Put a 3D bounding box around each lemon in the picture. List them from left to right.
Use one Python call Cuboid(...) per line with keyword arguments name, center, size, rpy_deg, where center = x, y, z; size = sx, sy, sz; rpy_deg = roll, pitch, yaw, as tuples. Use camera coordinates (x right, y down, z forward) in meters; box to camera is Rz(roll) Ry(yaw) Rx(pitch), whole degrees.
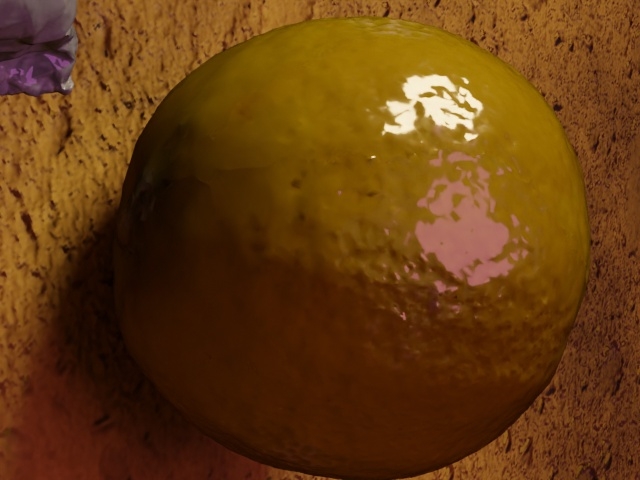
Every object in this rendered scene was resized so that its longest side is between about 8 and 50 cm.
Cuboid(name="lemon", center=(0.000, 0.000, 0.917), size=(0.219, 0.240, 0.240), rpy_deg=(13, 75, -33))

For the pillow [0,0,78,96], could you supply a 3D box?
Cuboid(name="pillow", center=(-0.203, -0.189, 0.685), size=(0.310, 0.138, 0.283), rpy_deg=(-7, 93, -55))
